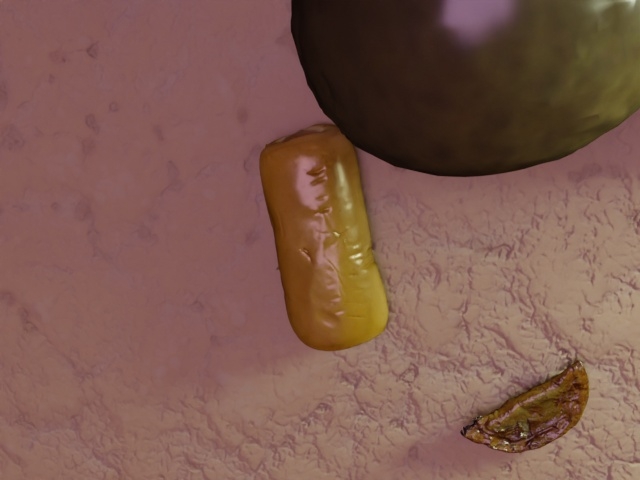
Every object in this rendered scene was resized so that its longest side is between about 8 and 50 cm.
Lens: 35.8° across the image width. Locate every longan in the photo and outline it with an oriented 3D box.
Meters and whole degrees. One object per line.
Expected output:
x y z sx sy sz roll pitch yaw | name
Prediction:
0.170 -0.267 1.071 0.436 0.404 0.403 -13 99 19 | longan

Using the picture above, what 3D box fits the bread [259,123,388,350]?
0.000 0.000 1.340 0.142 0.091 0.305 -10 101 11 | bread

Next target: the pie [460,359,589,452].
0.291 0.240 1.350 0.191 0.033 0.088 -33 101 14 | pie
